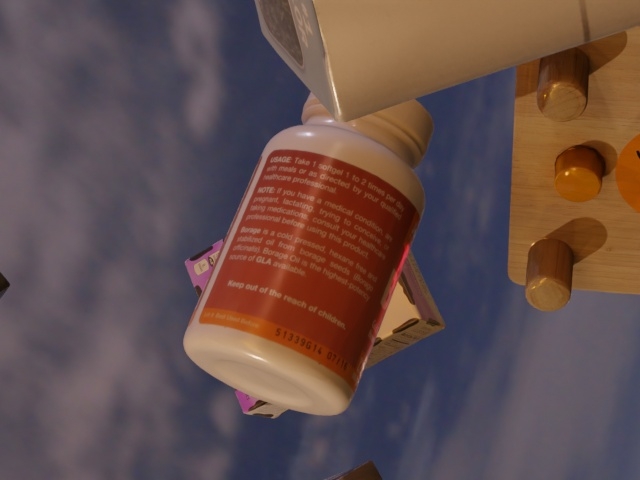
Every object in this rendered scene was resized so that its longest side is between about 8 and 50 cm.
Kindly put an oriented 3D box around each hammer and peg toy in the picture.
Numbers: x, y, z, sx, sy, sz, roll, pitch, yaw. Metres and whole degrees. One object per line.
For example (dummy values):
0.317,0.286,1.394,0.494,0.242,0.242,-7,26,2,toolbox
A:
0.326,-0.061,1.124,0.127,0.361,0.266,-75,-15,-50,hammer and peg toy

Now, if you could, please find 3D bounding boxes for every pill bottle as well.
0.000,0.000,1.016,0.216,0.121,0.121,-68,-25,-18,pill bottle

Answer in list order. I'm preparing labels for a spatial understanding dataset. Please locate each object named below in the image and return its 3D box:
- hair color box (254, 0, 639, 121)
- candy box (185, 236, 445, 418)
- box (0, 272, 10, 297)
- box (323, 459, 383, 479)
0.146,-0.188,0.452,0.113,0.374,0.185,-125,18,-64,hair color box
-0.007,0.049,1.392,0.070,0.196,0.165,21,-138,-63,candy box
-0.408,-0.003,1.297,0.059,0.233,0.183,-44,-3,28,box
-0.072,0.268,1.226,0.183,0.231,0.056,-23,-96,-43,box
